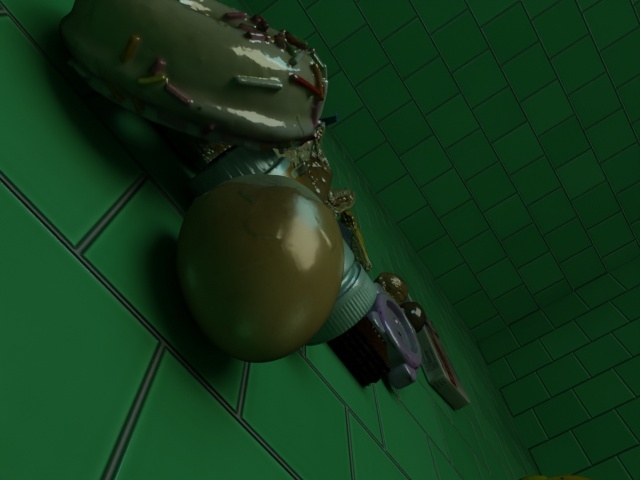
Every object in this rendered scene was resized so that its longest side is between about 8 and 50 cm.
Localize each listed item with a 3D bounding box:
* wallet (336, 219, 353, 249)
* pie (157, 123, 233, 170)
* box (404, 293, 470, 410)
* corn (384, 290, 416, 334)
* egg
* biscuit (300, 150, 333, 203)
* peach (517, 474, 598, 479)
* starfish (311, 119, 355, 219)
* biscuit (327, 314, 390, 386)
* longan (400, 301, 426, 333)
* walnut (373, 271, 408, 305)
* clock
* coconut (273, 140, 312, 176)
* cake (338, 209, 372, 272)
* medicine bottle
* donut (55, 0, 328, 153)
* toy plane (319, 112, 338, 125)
[{"bbox_3d":[0.000,0.000,1.250,0.191,0.046,0.379,40,18,-11],"label":"wallet"},{"bbox_3d":[-0.227,-0.213,0.960,0.240,0.054,0.240,51,15,-19],"label":"pie"},{"bbox_3d":[0.367,0.363,1.809,0.214,0.069,0.353,48,14,-38],"label":"box"},{"bbox_3d":[0.196,0.211,1.516,0.203,0.072,0.072,54,13,-13],"label":"corn"},{"bbox_3d":[-0.070,0.030,0.648,0.201,0.201,0.244,47,28,-40],"label":"egg"},{"bbox_3d":[-0.092,-0.224,1.325,0.325,0.044,0.217,44,28,-16],"label":"biscuit"},{"bbox_3d":[0.403,0.571,0.866,0.370,0.370,0.370,53,13,-19],"label":"peach"},{"bbox_3d":[0.013,-0.177,1.634,0.432,0.083,0.323,-65,136,-59],"label":"starfish"},{"bbox_3d":[0.047,0.165,1.056,0.252,0.070,0.106,54,14,-18],"label":"biscuit"},{"bbox_3d":[0.264,0.242,1.639,0.106,0.106,0.119,51,57,-28],"label":"longan"},{"bbox_3d":[0.206,0.148,1.624,0.124,0.105,0.105,41,20,-33],"label":"walnut"},{"bbox_3d":[0.160,0.226,1.300,0.227,0.090,0.248,56,14,-4],"label":"clock"},{"bbox_3d":[-0.103,-0.204,1.110,0.194,0.194,0.194,53,13,-19],"label":"coconut"},{"bbox_3d":[0.083,0.003,1.525,0.116,0.080,0.184,-86,151,-74],"label":"cake"},{"bbox_3d":[-0.060,-0.004,0.853,0.318,0.158,0.158,54,13,-14],"label":"medicine bottle"},{"bbox_3d":[-0.160,-0.262,0.770,0.383,0.142,0.382,21,24,-10],"label":"donut"},{"bbox_3d":[-0.068,-0.379,1.741,0.271,0.254,0.105,88,18,-54],"label":"toy plane"}]
